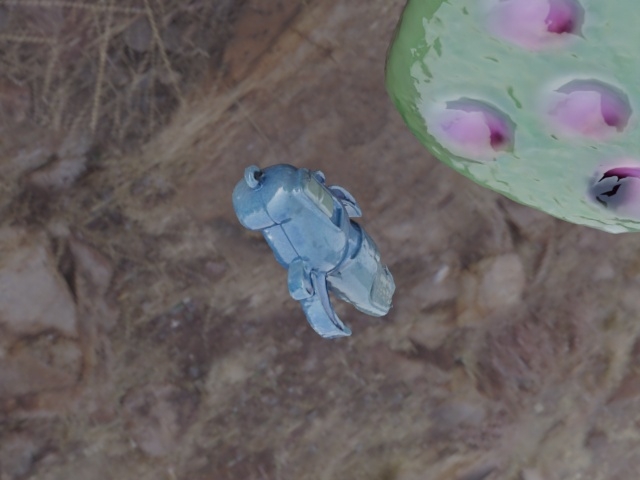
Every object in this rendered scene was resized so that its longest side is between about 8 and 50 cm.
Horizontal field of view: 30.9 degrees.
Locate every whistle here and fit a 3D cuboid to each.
[{"bbox_3d":[0.000,0.000,1.234,0.093,0.180,0.269,-15,139,27],"label":"whistle"}]

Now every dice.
[{"bbox_3d":[0.251,-0.222,0.942,0.330,0.318,0.322,111,2,-56],"label":"dice"}]
